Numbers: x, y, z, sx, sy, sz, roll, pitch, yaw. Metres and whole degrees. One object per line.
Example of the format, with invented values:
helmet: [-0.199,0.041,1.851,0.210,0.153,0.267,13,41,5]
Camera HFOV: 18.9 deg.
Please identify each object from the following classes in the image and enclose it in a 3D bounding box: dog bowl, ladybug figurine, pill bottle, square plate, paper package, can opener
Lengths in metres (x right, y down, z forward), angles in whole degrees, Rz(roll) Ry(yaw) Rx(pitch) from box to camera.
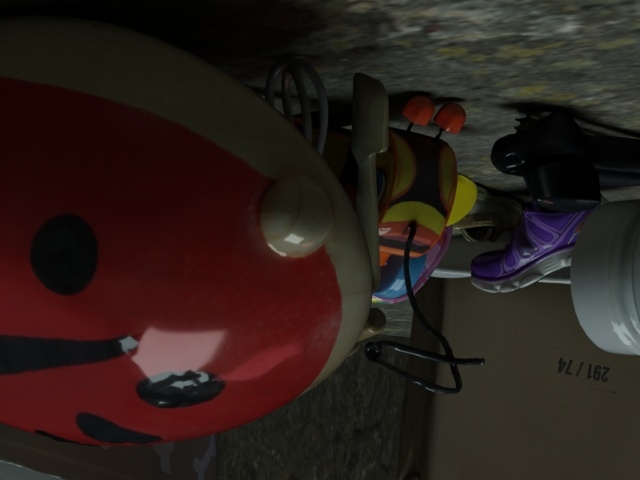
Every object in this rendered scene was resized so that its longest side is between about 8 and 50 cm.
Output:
dog bowl: [-0.241,0.151,1.561,0.348,0.102,0.349,14,165,4]
ladybug figurine: [-0.150,0.013,1.190,0.305,0.162,0.449,51,150,-18]
pill bottle: [0.346,0.027,1.458,0.301,0.169,0.169,-1,172,44]
square plate: [0.285,0.022,1.885,0.347,0.049,0.344,3,179,19]
paper package: [0.269,0.175,2.201,0.324,0.310,0.168,7,173,-10]
can opener: [0.186,-0.054,1.355,0.059,0.073,0.186,-11,175,38]

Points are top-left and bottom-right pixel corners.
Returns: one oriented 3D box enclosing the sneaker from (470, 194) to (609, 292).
sneaker: [0.193,-0.006,1.675,0.170,0.071,0.068,-27,180,45]

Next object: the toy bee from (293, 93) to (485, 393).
toy bee: [0.048,-0.034,1.350,0.298,0.162,0.195,32,-162,36]

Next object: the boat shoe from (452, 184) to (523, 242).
boat shoe: [0.142,-0.020,1.725,0.050,0.045,0.135,1,173,31]

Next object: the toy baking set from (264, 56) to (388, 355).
toy baking set: [-0.023,-0.011,1.246,0.030,0.197,0.256,-16,179,-33]

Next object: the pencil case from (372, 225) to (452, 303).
pencil case: [0.000,0.000,1.659,0.124,0.124,0.284,7,175,-24]
